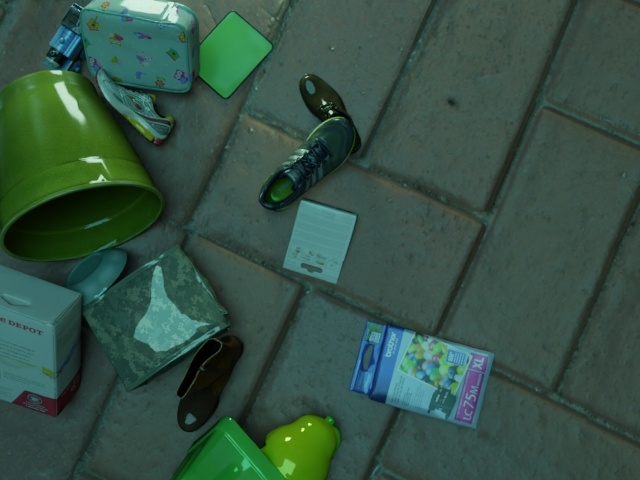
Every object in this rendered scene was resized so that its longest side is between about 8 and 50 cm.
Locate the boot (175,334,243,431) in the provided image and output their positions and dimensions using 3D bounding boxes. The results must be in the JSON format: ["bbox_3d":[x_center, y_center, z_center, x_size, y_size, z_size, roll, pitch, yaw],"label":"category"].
[{"bbox_3d":[-0.269,0.336,1.637,0.096,0.280,0.264,38,89,5],"label":"boot"}]

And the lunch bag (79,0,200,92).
[{"bbox_3d":[-0.432,-0.471,1.745,0.279,0.224,0.108,11,50,6],"label":"lunch bag"}]

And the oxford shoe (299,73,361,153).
[{"bbox_3d":[0.026,-0.320,1.763,0.083,0.096,0.227,-37,83,2],"label":"oxford shoe"}]

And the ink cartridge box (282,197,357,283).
[{"bbox_3d":[0.000,0.000,1.778,0.145,0.045,0.179,17,105,4],"label":"ink cartridge box"}]

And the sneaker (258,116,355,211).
[{"bbox_3d":[-0.033,-0.169,1.708,0.111,0.121,0.300,43,108,-4],"label":"sneaker"}]

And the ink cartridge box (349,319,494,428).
[{"bbox_3d":[0.238,0.315,1.723,0.311,0.065,0.186,15,86,6],"label":"ink cartridge box"}]

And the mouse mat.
[{"bbox_3d":[-0.232,-0.471,1.832,0.152,0.007,0.190,42,88,5],"label":"mouse mat"}]

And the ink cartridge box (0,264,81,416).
[{"bbox_3d":[-0.680,0.235,1.669,0.226,0.131,0.306,18,123,5],"label":"ink cartridge box"}]

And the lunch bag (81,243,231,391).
[{"bbox_3d":[-0.375,0.177,1.712,0.287,0.169,0.235,-33,84,5],"label":"lunch bag"}]

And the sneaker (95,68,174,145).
[{"bbox_3d":[-0.456,-0.339,1.776,0.225,0.088,0.093,42,93,-20],"label":"sneaker"}]

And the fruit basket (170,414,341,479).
[{"bbox_3d":[-0.121,0.556,1.664,0.392,0.283,0.392,17,52,-23],"label":"fruit basket"}]

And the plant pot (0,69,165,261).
[{"bbox_3d":[-0.595,-0.189,1.682,0.366,0.366,0.353,-23,74,1],"label":"plant pot"}]

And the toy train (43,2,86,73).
[{"bbox_3d":[-0.620,-0.495,1.805,0.080,0.105,0.184,34,88,5],"label":"toy train"}]

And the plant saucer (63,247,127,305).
[{"bbox_3d":[-0.550,0.079,1.724,0.195,0.195,0.037,-37,121,0],"label":"plant saucer"}]
